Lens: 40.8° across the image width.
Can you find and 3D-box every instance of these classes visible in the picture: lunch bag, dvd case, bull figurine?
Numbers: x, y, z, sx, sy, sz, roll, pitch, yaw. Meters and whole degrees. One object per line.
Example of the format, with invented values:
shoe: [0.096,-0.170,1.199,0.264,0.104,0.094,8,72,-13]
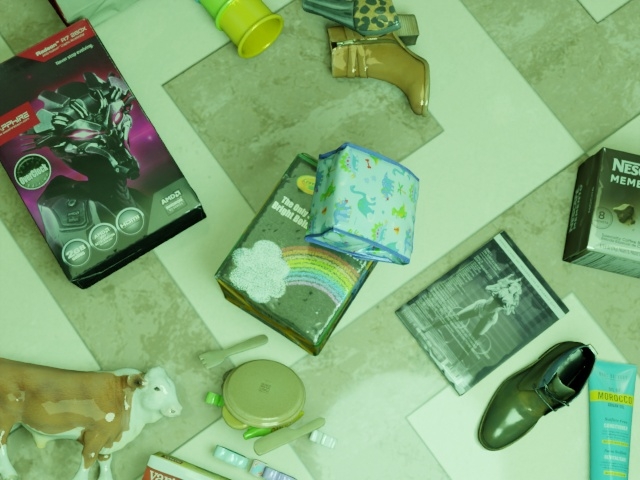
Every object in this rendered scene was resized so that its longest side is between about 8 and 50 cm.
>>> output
lunch bag: [0.065,-0.045,1.158,0.151,0.096,0.128,16,75,-27]
dvd case: [0.253,0.111,1.348,0.221,0.018,0.164,-36,80,-8]
bull figurine: [-0.359,0.261,1.254,0.311,0.101,0.188,9,79,0]

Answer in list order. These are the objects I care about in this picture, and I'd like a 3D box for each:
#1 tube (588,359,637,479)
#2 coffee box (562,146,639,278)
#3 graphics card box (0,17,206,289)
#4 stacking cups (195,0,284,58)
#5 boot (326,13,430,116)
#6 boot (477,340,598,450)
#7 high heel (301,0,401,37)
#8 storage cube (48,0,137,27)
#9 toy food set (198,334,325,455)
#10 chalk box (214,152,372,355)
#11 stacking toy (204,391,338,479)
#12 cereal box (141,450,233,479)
tube: [0.439,0.285,1.304,0.080,0.052,0.207,11,71,-9]
coffee box: [0.548,-0.022,1.334,0.297,0.119,0.168,13,79,1]
graphics card box: [-0.370,-0.137,1.346,0.233,0.094,0.370,-30,81,-8]
stacking cups: [-0.193,-0.443,1.430,0.096,0.096,0.316,-38,76,-9]
boot: [0.094,-0.278,1.404,0.153,0.073,0.197,-9,66,-5]
boot: [0.322,0.226,1.279,0.082,0.106,0.219,44,80,8]
high heel: [0.111,-0.443,1.394,0.186,0.093,0.261,29,79,32]
storage cube: [-0.378,-0.471,1.363,0.184,0.215,0.193,-33,87,-9]
toy food set: [-0.088,0.231,1.272,0.133,0.038,0.192,-17,50,-26]
chalk box: [0.000,0.000,1.285,0.180,0.179,0.289,33,78,6]
stacking toy: [-0.098,0.336,1.271,0.221,0.052,0.166,21,78,3]
cereal box: [-0.200,0.443,1.223,0.173,0.047,0.240,18,87,9]
